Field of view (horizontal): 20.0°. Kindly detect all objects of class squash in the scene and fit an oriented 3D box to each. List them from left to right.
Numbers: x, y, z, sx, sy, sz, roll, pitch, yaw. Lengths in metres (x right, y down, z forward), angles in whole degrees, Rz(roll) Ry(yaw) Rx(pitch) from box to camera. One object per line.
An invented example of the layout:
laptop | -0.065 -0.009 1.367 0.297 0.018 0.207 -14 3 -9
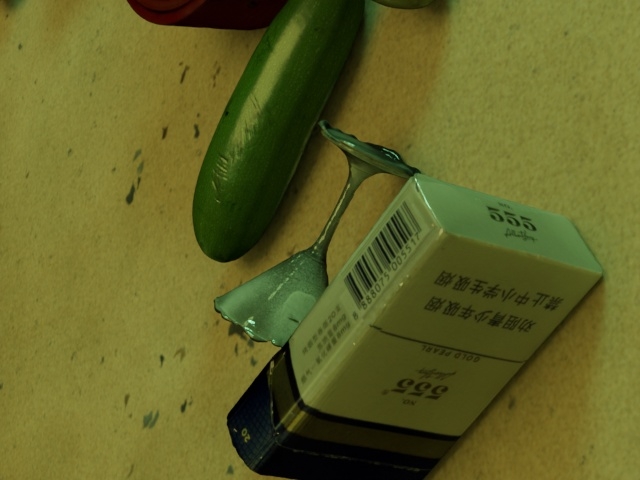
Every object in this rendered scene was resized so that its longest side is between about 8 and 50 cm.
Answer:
squash | -0.044 -0.111 1.619 0.082 0.082 0.292 44 113 51

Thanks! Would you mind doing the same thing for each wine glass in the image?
wine glass | 0.000 0.000 1.500 0.122 0.122 0.183 36 103 52

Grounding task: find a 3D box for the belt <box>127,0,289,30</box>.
belt | -0.076 -0.331 1.671 0.324 0.115 0.227 -43 59 46

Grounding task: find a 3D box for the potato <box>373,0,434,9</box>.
potato | 0.022 -0.260 1.517 0.085 0.188 0.105 -58 8 35

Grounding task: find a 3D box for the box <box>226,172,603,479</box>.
box | 0.066 0.078 1.332 0.259 0.168 0.071 -51 44 28
